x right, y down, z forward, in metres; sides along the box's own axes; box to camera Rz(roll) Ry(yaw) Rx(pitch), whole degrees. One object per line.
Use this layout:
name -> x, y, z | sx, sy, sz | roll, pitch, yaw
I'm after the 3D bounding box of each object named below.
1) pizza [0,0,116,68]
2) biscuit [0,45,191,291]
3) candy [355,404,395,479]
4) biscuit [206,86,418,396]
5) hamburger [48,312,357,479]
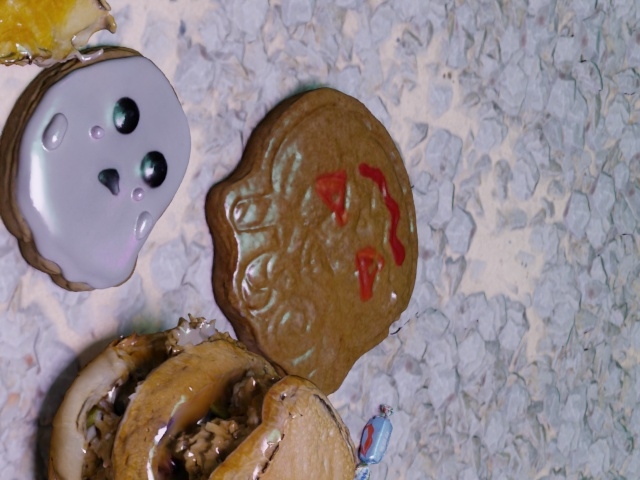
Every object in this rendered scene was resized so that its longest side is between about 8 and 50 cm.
pizza -> -0.268, -0.192, 1.398 | 0.297, 0.071, 0.189 | -10, 125, -44
biscuit -> -0.184, -0.065, 1.541 | 0.181, 0.049, 0.208 | 50, 62, -39
candy -> 0.054, 0.204, 1.850 | 0.030, 0.020, 0.083 | 38, 67, -46
biscuit -> 0.001, 0.000, 1.748 | 0.257, 0.049, 0.273 | -47, 125, -31
hamburger -> -0.092, 0.193, 1.557 | 0.245, 0.211, 0.261 | -22, 117, -51
